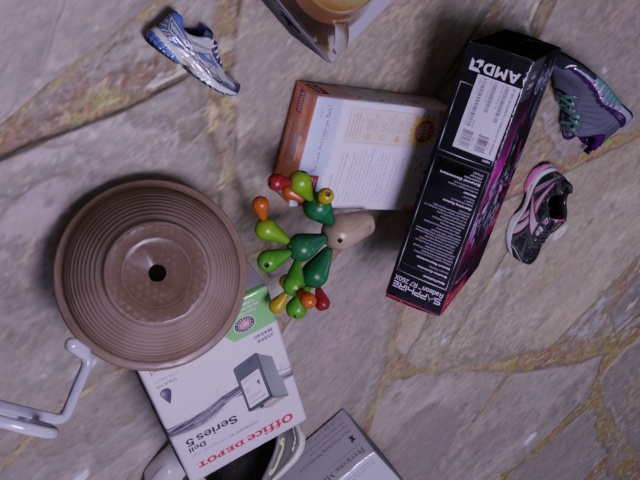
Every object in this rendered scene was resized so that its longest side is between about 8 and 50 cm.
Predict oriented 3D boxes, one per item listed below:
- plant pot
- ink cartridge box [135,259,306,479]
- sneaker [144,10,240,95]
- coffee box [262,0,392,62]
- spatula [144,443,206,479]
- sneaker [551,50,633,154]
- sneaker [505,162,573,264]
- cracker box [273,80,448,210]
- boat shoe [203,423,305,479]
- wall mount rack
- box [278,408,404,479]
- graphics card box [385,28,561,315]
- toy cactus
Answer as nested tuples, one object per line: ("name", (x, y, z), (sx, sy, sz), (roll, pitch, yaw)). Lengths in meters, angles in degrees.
("plant pot", (-0.199, 0.039, 1.020), (0.237, 0.110, 0.237), (1, 85, -14))
("ink cartridge box", (-0.151, 0.179, 1.205), (0.198, 0.115, 0.272), (-26, 128, -15))
("sneaker", (-0.138, -0.220, 1.008), (0.135, 0.052, 0.058), (33, 94, -41))
("coffee box", (-0.037, -0.365, 0.933), (0.168, 0.119, 0.297), (-45, 131, 2))
("spatula", (-0.242, 0.443, 1.306), (0.242, 0.168, 0.019), (-50, 170, 16))
("sneaker", (0.400, -0.206, 1.323), (0.224, 0.083, 0.098), (28, 107, -40))
("sneaker", (0.364, -0.033, 1.409), (0.072, 0.077, 0.178), (-9, 123, -25))
("cracker box", (0.061, -0.126, 1.175), (0.232, 0.067, 0.155), (1, 118, -32))
("boat shoe", (-0.149, 0.395, 1.334), (0.305, 0.109, 0.091), (-50, 153, -2))
("wall mount rack", (-0.420, 0.096, 0.886), (0.304, 0.350, 0.130), (39, 64, -53))
("box", (0.035, 0.422, 1.465), (0.181, 0.119, 0.182), (-40, 131, -5))
("graphics card box", (0.215, -0.100, 1.196), (0.233, 0.094, 0.370), (-33, 142, -61))
("toy cactus", (0.000, 0.000, 1.116), (0.180, 0.112, 0.219), (-21, 116, -34))
